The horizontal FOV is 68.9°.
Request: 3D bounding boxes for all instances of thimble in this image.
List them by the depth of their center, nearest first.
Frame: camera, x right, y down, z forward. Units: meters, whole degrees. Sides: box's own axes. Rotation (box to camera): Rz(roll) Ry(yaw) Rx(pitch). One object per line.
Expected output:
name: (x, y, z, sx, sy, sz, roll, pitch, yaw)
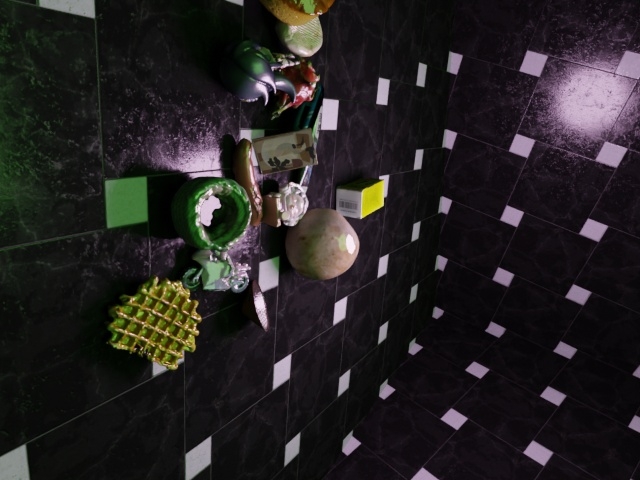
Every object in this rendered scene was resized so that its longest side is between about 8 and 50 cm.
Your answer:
thimble: (-0.313, -0.075, 1.337, 0.219, 0.150, 0.219, -8, 102, -41)

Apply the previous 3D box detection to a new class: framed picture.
framed picture: (-0.118, -0.303, 1.596, 0.010, 0.200, 0.136, -100, 178, -53)

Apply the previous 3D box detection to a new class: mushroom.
mushroom: (0.000, 0.000, 1.879, 0.290, 0.297, 0.298, -99, -173, -66)

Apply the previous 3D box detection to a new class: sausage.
sausage: (-0.237, -0.184, 1.538, 0.078, 0.078, 0.304, -41, 134, -45)

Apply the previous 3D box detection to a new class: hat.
hat: (-0.252, 0.243, 1.690, 0.193, 0.082, 0.193, -14, 90, -88)

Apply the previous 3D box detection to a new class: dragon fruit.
dragon fruit: (-0.099, -0.508, 1.574, 0.236, 0.135, 0.137, -49, 171, -9)

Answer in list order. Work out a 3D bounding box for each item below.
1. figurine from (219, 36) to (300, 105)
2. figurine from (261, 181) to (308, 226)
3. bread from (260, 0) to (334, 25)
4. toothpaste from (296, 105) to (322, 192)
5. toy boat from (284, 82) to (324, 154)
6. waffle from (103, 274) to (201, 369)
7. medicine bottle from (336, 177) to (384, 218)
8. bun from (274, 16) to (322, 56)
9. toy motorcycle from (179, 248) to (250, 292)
figurine: (-0.182, -0.509, 1.408, 0.265, 0.175, 0.197, 5, 103, -52)
figurine: (-0.119, -0.128, 1.689, 0.236, 0.141, 0.163, -20, 113, -55)
bread: (-0.080, -0.795, 1.412, 0.269, 0.148, 0.270, 6, 80, -35)
toothpaste: (-0.044, -0.369, 1.796, 0.099, 0.061, 0.392, -24, 124, -69)
toy boat: (-0.081, -0.441, 1.667, 0.092, 0.134, 0.299, 24, 76, -27)
waffle: (-0.467, 0.241, 1.313, 0.283, 0.065, 0.310, -23, 117, -44)
medicine bottle: (0.186, -0.201, 2.173, 0.250, 0.137, 0.141, -30, 127, -52)
bun: (-0.080, -0.697, 1.562, 0.183, 0.102, 0.183, 0, 91, -43)
toy motorcycle: (-0.316, 0.064, 1.470, 0.239, 0.108, 0.204, 7, 96, -60)
